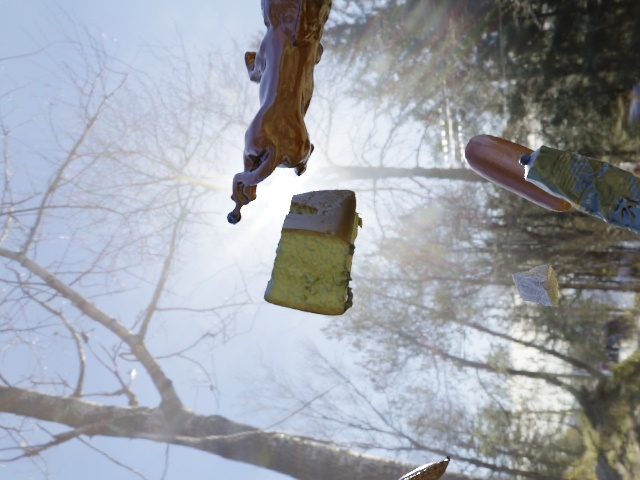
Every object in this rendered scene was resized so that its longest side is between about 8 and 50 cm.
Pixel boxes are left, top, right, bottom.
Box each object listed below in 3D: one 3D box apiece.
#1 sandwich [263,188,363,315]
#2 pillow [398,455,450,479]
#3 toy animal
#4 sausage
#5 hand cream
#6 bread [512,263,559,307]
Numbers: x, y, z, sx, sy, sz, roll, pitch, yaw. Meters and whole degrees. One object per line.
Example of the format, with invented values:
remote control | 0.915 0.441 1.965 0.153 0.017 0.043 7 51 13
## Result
sandwich | 0.000 0.000 0.860 0.236 0.128 0.122 -74 -5 -65
pillow | 0.159 0.433 0.977 0.185 0.118 0.043 100 147 -53
toy animal | -0.042 -0.171 0.602 0.157 0.097 0.313 156 122 -84
sausage | 0.430 -0.149 1.199 0.105 0.274 0.105 -31 -41 -31
hand cream | 0.373 -0.061 0.715 0.075 0.247 0.052 -57 -29 -8
bread | 0.532 0.122 1.394 0.077 0.105 0.152 66 -153 -2
